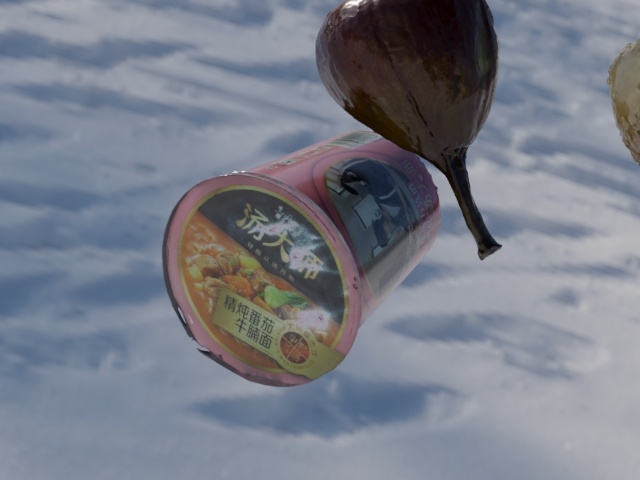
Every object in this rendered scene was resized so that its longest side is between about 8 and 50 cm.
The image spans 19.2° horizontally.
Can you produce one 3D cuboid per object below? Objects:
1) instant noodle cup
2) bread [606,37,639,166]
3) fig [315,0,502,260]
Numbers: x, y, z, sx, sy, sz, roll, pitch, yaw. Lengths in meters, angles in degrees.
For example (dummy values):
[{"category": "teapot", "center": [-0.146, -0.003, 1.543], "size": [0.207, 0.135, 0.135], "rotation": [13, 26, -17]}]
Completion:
[{"category": "instant noodle cup", "center": [0.000, 0.000, 1.960], "size": [0.244, 0.244, 0.255], "rotation": [25, 32, 22]}, {"category": "bread", "center": [0.342, -0.095, 1.294], "size": [0.306, 0.158, 0.305], "rotation": [-5, 1, 0]}, {"category": "fig", "center": [0.129, -0.144, 1.892], "size": [0.290, 0.190, 0.190], "rotation": [46, 24, 3]}]
